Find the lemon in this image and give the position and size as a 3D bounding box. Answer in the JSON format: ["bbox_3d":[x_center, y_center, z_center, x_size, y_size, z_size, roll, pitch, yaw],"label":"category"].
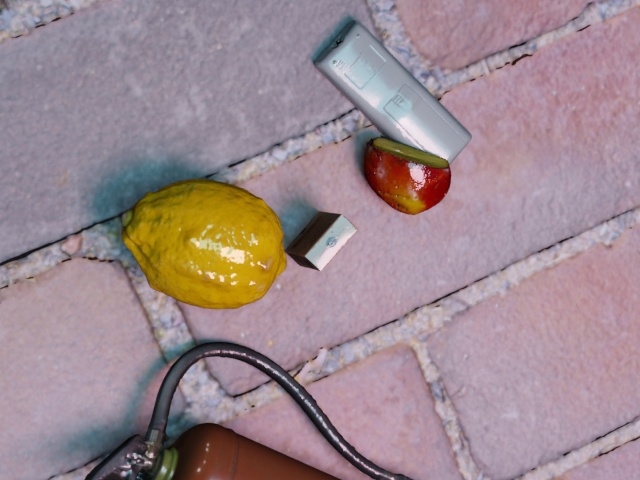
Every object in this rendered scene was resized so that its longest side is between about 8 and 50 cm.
[{"bbox_3d":[-0.103,0.002,1.468,0.155,0.114,0.114,13,91,-11],"label":"lemon"}]

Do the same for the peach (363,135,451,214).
[{"bbox_3d":[0.080,-0.062,1.537,0.077,0.050,0.083,-22,111,19],"label":"peach"}]

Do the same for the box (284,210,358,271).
[{"bbox_3d":[0.000,0.000,1.513,0.024,0.083,0.053,43,83,-11],"label":"box"}]

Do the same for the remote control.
[{"bbox_3d":[0.071,-0.132,1.551,0.162,0.029,0.061,43,81,-17],"label":"remote control"}]

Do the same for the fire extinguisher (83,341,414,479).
[{"bbox_3d":[-0.037,0.230,1.529,0.376,0.113,0.200,24,45,-19],"label":"fire extinguisher"}]
